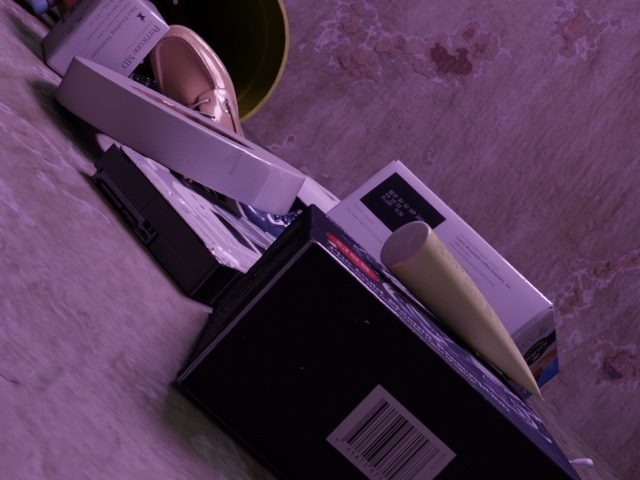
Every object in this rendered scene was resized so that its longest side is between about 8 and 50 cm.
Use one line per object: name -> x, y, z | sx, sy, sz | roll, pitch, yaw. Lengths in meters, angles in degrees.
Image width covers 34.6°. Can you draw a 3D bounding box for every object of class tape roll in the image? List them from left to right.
tape roll -> -0.204, -0.154, 1.528 | 0.392, 0.072, 0.392 | 28, 6, -3

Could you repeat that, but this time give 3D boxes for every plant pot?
plant pot -> -0.309, -0.437, 2.153 | 0.366, 0.366, 0.353 | 39, -5, -35

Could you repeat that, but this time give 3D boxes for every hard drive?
hard drive -> -0.130, 0.011, 1.345 | 0.237, 0.064, 0.339 | 46, 7, 29

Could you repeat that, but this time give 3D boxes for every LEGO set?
LEGO set -> -0.012, 0.031, 1.345 | 0.244, 0.060, 0.182 | 41, 4, 32

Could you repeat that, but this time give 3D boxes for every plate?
plate -> 0.050, -0.040, 2.158 | 0.277, 0.045, 0.278 | 45, 7, 28

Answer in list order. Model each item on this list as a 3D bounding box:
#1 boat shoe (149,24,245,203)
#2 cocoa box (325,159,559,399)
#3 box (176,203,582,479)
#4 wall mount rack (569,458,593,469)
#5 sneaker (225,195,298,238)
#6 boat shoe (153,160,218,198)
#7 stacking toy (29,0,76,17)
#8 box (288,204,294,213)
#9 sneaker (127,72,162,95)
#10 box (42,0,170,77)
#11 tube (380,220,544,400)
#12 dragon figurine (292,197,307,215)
boat shoe -> -0.198, -0.208, 1.776 | 0.110, 0.122, 0.341 | -83, 150, -68
cocoa box -> 0.151, 0.103, 1.514 | 0.347, 0.231, 0.228 | 47, -10, 33
box -> 0.056, 0.150, 1.030 | 0.343, 0.179, 0.312 | 43, 5, -6
wall mount rack -> 0.311, 0.307, 1.827 | 0.350, 0.130, 0.304 | 40, 7, -24
sneaker -> 0.000, 0.000, 1.758 | 0.350, 0.148, 0.131 | 40, 20, -19
boat shoe -> -0.212, -0.088, 1.583 | 0.133, 0.049, 0.042 | 43, 11, 20
stacking toy -> -0.570, -0.501, 2.087 | 0.309, 0.130, 0.279 | 54, -14, 49
box -> -0.157, -0.123, 2.121 | 0.232, 0.058, 0.087 | 42, 7, -12
sneaker -> -0.286, -0.259, 1.906 | 0.283, 0.124, 0.107 | 43, 5, -1
box -> -0.366, -0.349, 1.740 | 0.119, 0.181, 0.182 | 39, 7, -28
tube -> 0.154, 0.079, 1.078 | 0.240, 0.062, 0.070 | 46, 46, -29
dragon figurine -> -0.106, -0.119, 2.292 | 0.289, 0.085, 0.144 | 48, 7, 31
